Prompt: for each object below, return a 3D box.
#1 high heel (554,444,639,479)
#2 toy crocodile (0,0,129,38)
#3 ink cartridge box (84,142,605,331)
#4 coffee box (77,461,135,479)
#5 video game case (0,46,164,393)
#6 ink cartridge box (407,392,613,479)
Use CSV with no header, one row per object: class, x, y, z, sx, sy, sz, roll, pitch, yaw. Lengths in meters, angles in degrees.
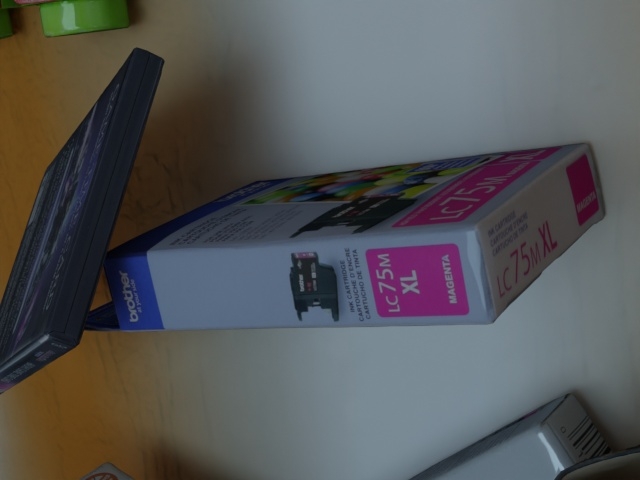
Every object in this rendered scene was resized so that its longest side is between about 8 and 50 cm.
high heel,0.257,0.109,0.584,0.186,0.093,0.261,21,126,-12
toy crocodile,-0.254,-0.212,0.848,0.341,0.105,0.115,2,104,32
ink cartridge box,0.000,0.000,0.699,0.311,0.186,0.065,-7,104,34
coffee box,-0.163,0.437,0.781,0.334,0.338,0.337,22,125,35
video game case,-0.186,0.000,0.776,0.274,0.026,0.196,-27,46,60
ink cartridge box,0.137,0.318,0.776,0.330,0.071,0.324,-37,83,37
